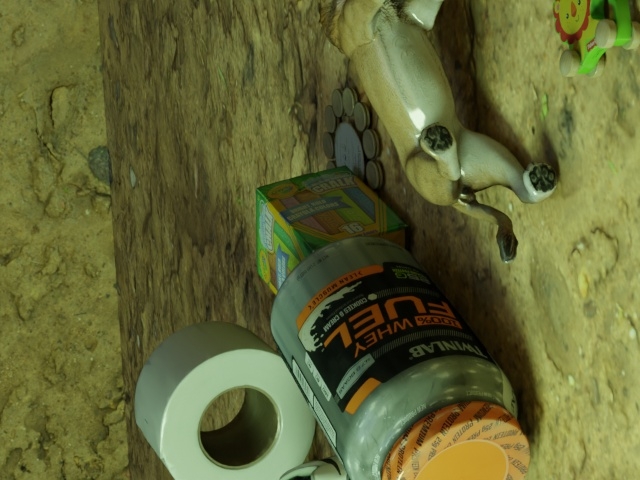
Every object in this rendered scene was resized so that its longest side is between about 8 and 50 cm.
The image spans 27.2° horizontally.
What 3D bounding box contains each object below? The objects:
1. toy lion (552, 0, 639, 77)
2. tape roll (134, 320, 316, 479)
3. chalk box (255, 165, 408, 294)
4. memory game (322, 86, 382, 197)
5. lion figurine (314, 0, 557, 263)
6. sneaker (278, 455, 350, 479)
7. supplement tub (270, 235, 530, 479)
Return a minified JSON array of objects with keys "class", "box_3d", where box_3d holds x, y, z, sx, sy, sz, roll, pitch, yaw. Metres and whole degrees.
[{"class":"toy lion","box_3d":[0.225,-0.191,1.105,0.100,0.034,0.096,140,127,-67]},{"class":"tape roll","box_3d":[-0.148,0.260,2.022,0.169,0.246,0.246,-150,53,-66]},{"class":"chalk box","box_3d":[0.000,0.000,1.625,0.213,0.132,0.132,46,144,50]},{"class":"memory game","box_3d":[0.040,-0.105,1.680,0.186,0.012,0.186,171,90,-71]},{"class":"lion figurine","box_3d":[0.097,-0.151,1.321,0.240,0.142,0.392,142,114,-76]},{"class":"sneaker","box_3d":[-0.018,0.356,1.786,0.330,0.146,0.122,127,135,-55]},{"class":"supplement tub","box_3d":[0.083,0.150,1.404,0.316,0.193,0.194,-125,32,-50]}]
